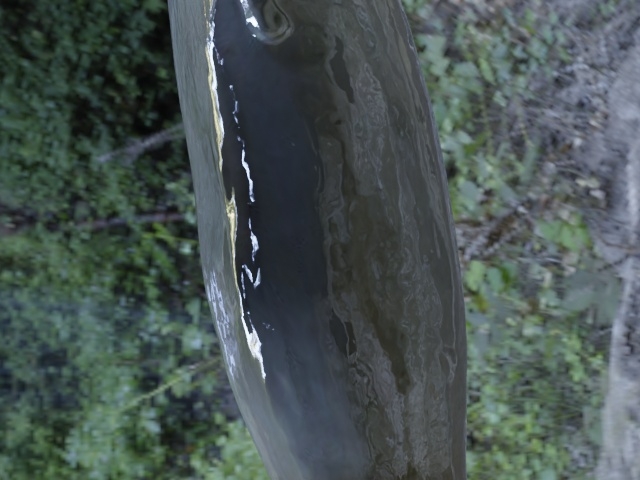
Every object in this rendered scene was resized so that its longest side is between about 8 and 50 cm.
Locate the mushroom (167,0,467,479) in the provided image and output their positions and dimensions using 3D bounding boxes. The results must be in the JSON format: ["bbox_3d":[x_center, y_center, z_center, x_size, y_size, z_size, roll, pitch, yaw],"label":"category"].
[{"bbox_3d":[0.003,-0.004,0.710,0.154,0.138,0.407,-22,82,60],"label":"mushroom"}]
